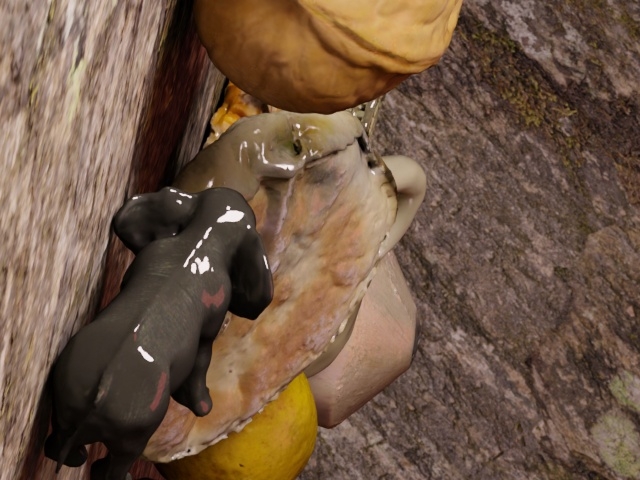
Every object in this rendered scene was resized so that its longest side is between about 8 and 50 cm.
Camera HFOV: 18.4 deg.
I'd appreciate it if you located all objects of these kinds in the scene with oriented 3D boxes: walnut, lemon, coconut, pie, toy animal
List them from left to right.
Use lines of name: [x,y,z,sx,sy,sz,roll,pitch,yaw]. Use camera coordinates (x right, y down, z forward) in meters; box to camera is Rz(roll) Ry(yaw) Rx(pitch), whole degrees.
toy animal: [-0.097,0.059,1.289,0.146,0.115,0.245,107,2,-47]
lemon: [-0.086,0.165,1.847,0.207,0.170,0.170,91,16,-63]
pie: [-0.059,0.038,1.614,0.337,0.075,0.337,-40,150,-29]
coconut: [-0.010,0.082,2.162,0.239,0.244,0.239,18,90,-89]
walnut: [0.011,-0.177,1.299,0.225,0.193,0.193,-69,176,-76]

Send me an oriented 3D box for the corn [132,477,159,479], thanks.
corn: [-0.162,0.254,1.779,0.231,0.080,0.080,36,72,-87]

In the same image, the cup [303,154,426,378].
cup: [0.004,0.016,1.944,0.202,0.255,0.173,108,-31,-49]

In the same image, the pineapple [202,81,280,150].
pineapple: [-0.058,-0.071,1.738,0.236,0.114,0.186,-63,179,0]

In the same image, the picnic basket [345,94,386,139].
picnic basket: [0.014,-0.204,1.923,0.154,0.134,0.196,97,10,-87]
